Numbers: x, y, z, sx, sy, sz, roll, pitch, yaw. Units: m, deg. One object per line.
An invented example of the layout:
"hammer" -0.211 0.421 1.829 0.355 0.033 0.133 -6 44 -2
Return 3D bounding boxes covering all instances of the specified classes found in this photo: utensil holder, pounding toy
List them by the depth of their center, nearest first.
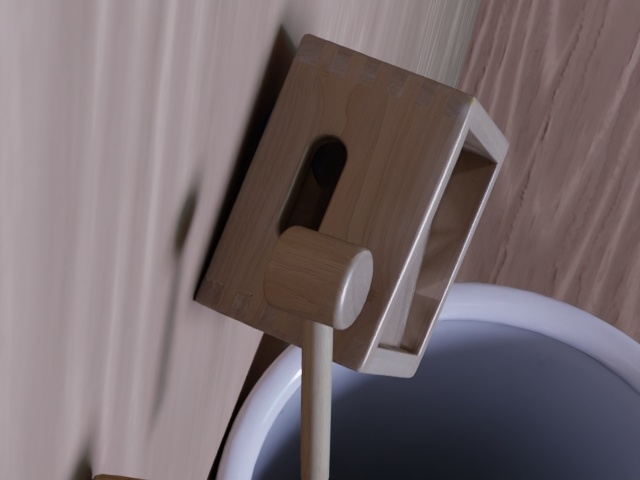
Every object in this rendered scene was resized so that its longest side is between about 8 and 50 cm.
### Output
"pounding toy" -0.005 0.008 0.709 0.181 0.094 0.206 -67 165 0
"utensil holder" 0.077 0.258 1.110 0.385 0.327 0.328 104 6 -61

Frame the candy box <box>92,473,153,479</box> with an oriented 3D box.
"candy box" -0.072 0.264 0.559 0.183 0.087 0.316 70 34 -48
